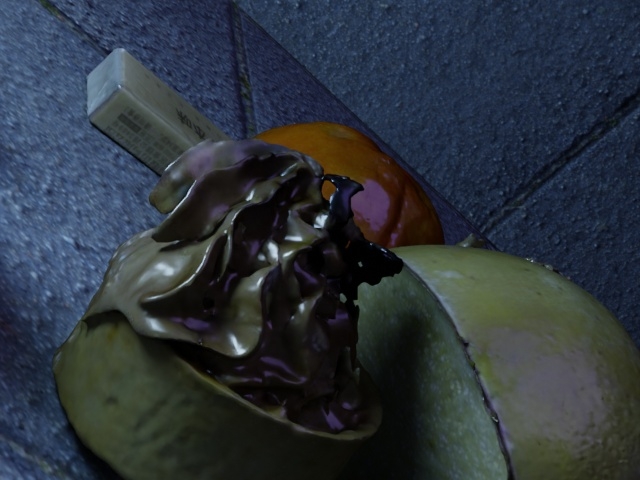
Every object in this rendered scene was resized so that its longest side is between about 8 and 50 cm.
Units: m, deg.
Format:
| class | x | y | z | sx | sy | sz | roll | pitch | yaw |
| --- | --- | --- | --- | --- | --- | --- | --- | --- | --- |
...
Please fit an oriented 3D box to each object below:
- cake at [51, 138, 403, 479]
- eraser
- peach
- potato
| class | x | y | z | sx | sy | sz | roll | pitch | yaw |
| --- | --- | --- | --- | --- | --- | --- | --- | --- | --- |
| cake | -0.059 | 0.076 | 1.154 | 0.332 | 0.321 | 0.332 | 30 | 15 | -9 |
| eraser | -0.203 | -0.140 | 1.780 | 0.343 | 0.078 | 0.144 | 38 | 20 | -31 |
| peach | 0.000 | 0.000 | 1.580 | 0.343 | 0.301 | 0.343 | 44 | 17 | -17 |
| potato | 0.211 | 0.210 | 1.322 | 0.319 | 0.385 | 0.442 | -6 | 50 | -25 |
